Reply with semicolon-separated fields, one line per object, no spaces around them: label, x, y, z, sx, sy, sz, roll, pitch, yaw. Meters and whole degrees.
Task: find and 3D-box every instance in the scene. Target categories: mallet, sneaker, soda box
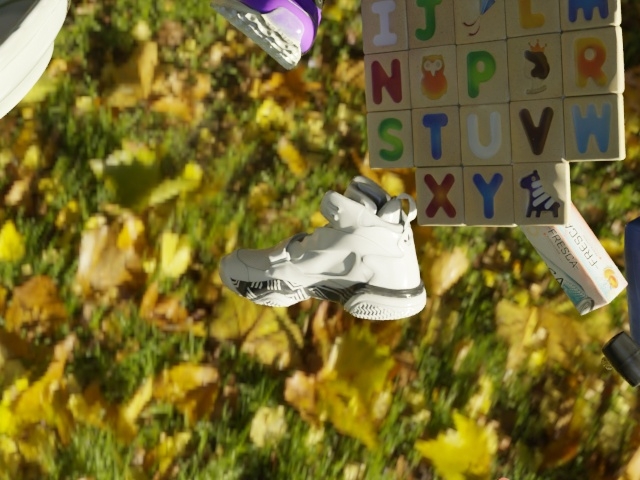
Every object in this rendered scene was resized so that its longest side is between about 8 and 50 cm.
mallet;0.355;0.139;1.617;0.039;0.190;0.062;-39;90;-1
sneaker;0.000;0.000;2.177;0.366;0.210;0.137;8;19;25
soda box;0.354;0.011;1.899;0.058;0.063;0.183;-36;92;-38
sneaker;-0.035;-0.277;1.406;0.102;0.293;0.146;38;97;-16

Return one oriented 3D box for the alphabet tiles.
alphabet tiles;0.149;-0.183;1.226;0.285;0.342;0.011;1;6;43

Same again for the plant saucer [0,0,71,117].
plant saucer;-0.427;-0.212;1.569;0.400;0.100;0.400;-24;36;19

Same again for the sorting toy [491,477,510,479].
sorting toy;0.297;0.389;1.619;0.274;0.046;0.132;32;51;-35

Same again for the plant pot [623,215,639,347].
plant pot;0.603;0.068;1.948;0.236;0.236;0.212;-21;24;-31
